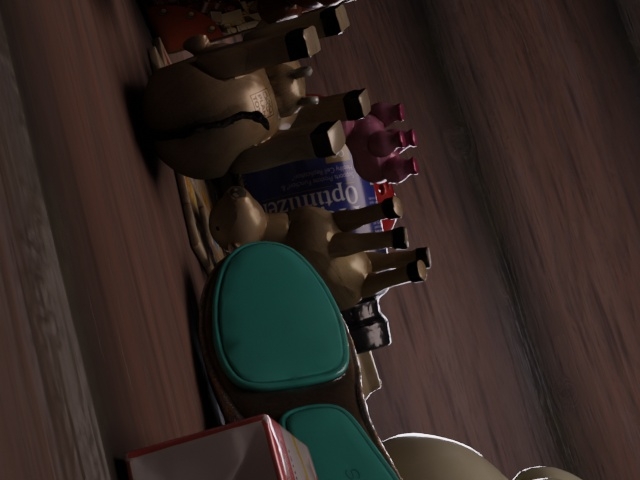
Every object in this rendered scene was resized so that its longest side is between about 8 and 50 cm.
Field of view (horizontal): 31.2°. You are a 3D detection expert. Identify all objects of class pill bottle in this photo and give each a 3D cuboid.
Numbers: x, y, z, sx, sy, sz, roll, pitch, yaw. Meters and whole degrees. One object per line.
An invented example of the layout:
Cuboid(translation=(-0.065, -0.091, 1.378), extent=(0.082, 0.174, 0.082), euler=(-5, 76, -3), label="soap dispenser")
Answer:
Cuboid(translation=(0.000, 0.000, 1.088), extent=(0.123, 0.123, 0.219), euler=(16, 61, -89), label="pill bottle")

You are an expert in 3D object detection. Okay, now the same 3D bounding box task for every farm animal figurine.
Cuboid(translation=(-0.045, -0.096, 0.897), extent=(0.327, 0.172, 0.330), euler=(-9, 88, -72), label="farm animal figurine")

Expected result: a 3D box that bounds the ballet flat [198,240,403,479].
Cuboid(translation=(-0.020, 0.128, 0.740), extent=(0.316, 0.108, 0.106), euler=(-111, -153, -51), label="ballet flat")

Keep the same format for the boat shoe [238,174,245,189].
Cuboid(translation=(-0.083, -0.051, 1.204), extent=(0.060, 0.064, 0.178), euler=(24, -43, 50), label="boat shoe")

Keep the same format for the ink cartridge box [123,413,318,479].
Cuboid(translation=(-0.027, 0.154, 0.545), extent=(0.198, 0.067, 0.115), euler=(72, 2, -75), label="ink cartridge box")

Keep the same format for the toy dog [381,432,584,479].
Cuboid(translation=(0.131, 0.324, 0.781), extent=(0.395, 0.285, 0.408), euler=(59, 7, -24), label="toy dog")

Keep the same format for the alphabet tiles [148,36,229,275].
Cuboid(translation=(-0.109, -0.055, 1.019), extent=(0.198, 0.009, 0.237), euler=(71, 4, -63), label="alphabet tiles")

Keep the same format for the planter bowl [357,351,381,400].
Cuboid(translation=(0.010, 0.146, 1.379), extent=(0.162, 0.109, 0.162), euler=(-16, 90, -89), label="planter bowl")

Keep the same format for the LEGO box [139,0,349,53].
Cuboid(translation=(-0.139, -0.486, 1.039), extent=(0.372, 0.193, 0.500), euler=(72, 2, -55), label="LEGO box")

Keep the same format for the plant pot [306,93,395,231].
Cuboid(translation=(-0.018, -0.076, 1.451), extent=(0.191, 0.191, 0.174), euler=(-105, 169, -52), label="plant pot")

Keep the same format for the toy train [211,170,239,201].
Cuboid(translation=(-0.073, 0.000, 1.070), extent=(0.036, 0.027, 0.158), euler=(82, -7, -72), label="toy train")
